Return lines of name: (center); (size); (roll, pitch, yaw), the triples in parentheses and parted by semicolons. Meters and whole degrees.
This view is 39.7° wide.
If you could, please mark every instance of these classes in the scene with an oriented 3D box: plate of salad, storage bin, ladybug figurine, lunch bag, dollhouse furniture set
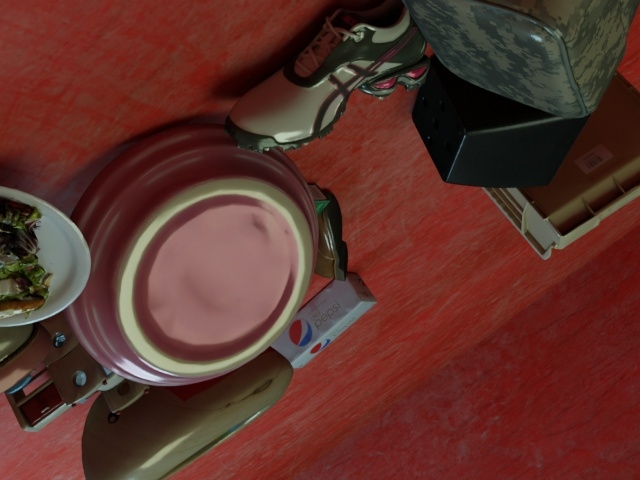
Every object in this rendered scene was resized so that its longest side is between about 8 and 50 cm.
plate of salad: (-0.338, 0.027, 0.905); (0.200, 0.048, 0.200); (-5, 132, -5)
storage bin: (0.402, -0.142, 1.432); (0.262, 0.260, 0.123); (-32, 154, -6)
ladybug figurine: (-0.220, 0.269, 1.461); (0.305, 0.162, 0.449); (-41, 169, 28)
lunch bag: (0.238, -0.301, 0.937); (0.256, 0.212, 0.305); (-61, 155, 1)
dollhouse furniture set: (-0.360, 0.200, 1.220); (0.184, 0.129, 0.129); (-37, 158, 5)

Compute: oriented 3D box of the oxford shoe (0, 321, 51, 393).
oxford shoe: (-0.487, 0.162, 0.997); (0.348, 0.123, 0.130); (-37, 124, -22)

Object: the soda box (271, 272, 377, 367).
soda box: (0.003, 0.157, 1.719); (0.216, 0.074, 0.069); (-43, 157, 20)

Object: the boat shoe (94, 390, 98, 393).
boat shoe: (-0.341, 0.196, 1.346); (0.170, 0.063, 0.059); (-33, -179, -7)

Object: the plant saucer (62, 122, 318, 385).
plant saucer: (-0.135, 0.032, 1.042); (0.332, 0.084, 0.332); (-14, 118, -28)

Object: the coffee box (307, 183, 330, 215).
coffee box: (-0.081, -0.032, 1.258); (0.184, 0.040, 0.113); (-6, 144, -51)

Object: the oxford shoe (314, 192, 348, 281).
oxford shoe: (0.000, 0.000, 1.412); (0.076, 0.076, 0.212); (5, 145, 8)

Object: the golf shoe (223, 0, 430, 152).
golf shoe: (0.004, -0.197, 0.996); (0.273, 0.105, 0.120); (-32, 144, -23)

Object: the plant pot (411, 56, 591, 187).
plant pot: (0.235, -0.180, 1.237); (0.167, 0.187, 0.188); (-15, 153, -16)
